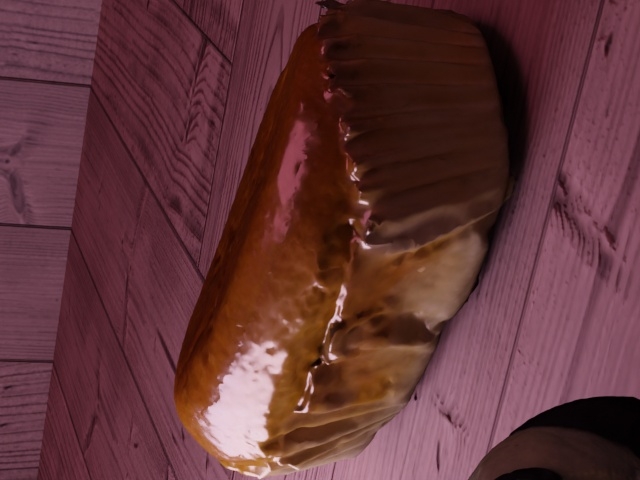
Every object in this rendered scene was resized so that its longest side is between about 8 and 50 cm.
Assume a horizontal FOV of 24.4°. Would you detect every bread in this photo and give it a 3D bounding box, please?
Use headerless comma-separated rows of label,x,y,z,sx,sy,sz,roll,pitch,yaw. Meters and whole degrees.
bread,0.003,0.006,1.097,0.236,0.183,0.388,-112,32,-54

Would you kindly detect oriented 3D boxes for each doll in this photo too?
doll,0.124,0.191,0.821,0.143,0.135,0.234,-104,23,-43
